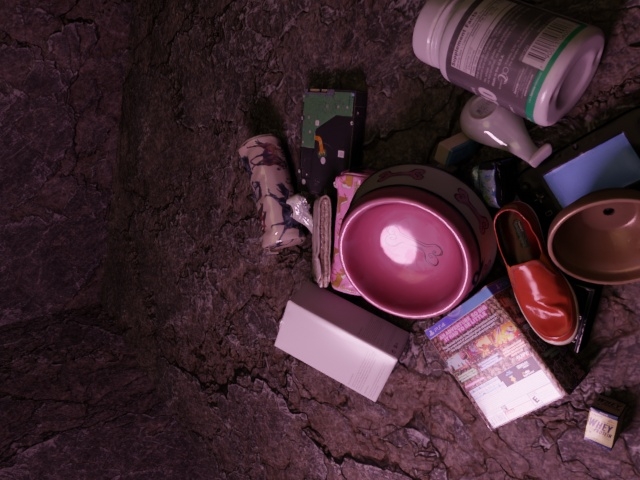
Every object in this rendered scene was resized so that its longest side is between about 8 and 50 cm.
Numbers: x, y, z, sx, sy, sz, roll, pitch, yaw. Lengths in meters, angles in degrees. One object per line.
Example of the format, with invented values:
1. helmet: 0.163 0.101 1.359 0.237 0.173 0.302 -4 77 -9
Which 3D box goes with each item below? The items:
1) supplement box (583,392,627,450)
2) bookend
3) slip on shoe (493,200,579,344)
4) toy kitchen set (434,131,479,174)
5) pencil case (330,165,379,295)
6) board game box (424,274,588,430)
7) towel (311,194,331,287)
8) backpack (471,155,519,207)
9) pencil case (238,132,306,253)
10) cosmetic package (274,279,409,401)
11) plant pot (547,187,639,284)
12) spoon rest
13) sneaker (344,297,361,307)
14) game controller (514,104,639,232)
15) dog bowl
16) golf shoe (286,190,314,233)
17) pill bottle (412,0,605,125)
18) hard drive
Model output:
1. supplement box: 0.636 0.403 1.055 0.056 0.083 0.083 15 108 41
2. bookend: 0.547 0.152 1.099 0.157 0.072 0.157 21 113 41
3. slip on shoe: 0.465 0.069 1.042 0.123 0.101 0.332 -25 74 38
4. toy kitchen set: 0.375 -0.142 1.204 0.166 0.122 0.207 44 146 30
5. pencil case: 0.119 -0.023 1.431 0.167 0.160 0.387 21 114 46
6. board game box: 0.449 0.275 1.174 0.232 0.141 0.291 -49 65 39
7. towel: 0.000 0.000 1.499 0.187 0.049 0.283 -159 69 -82
8. backpack: 0.422 -0.138 1.142 0.084 0.104 0.115 8 112 52
9. pencil case: -0.174 -0.162 1.694 0.183 0.159 0.411 -18 85 55
10. cosmetic package: 0.062 0.307 1.469 0.365 0.155 0.197 28 121 12
11. plant pot: 0.590 -0.026 0.958 0.237 0.110 0.238 12 137 12
12. spoon rest: 0.431 -0.258 1.102 0.137 0.084 0.276 -43 48 17
13. sneaker: 0.058 0.290 1.615 0.270 0.090 0.145 -22 92 41
14. game controller: 0.582 -0.140 1.004 0.319 0.067 0.167 -34 74 44
15. dog bowl: 0.225 0.020 1.194 0.407 0.150 0.409 14 122 23
16. golf shoe: -0.057 -0.084 1.616 0.085 0.069 0.176 -14 118 16
17. pill bottle: 0.393 -0.417 1.036 0.361 0.204 0.204 41 125 32
18. hard drive: 0.031 -0.311 1.523 0.236 0.064 0.340 18 112 42
